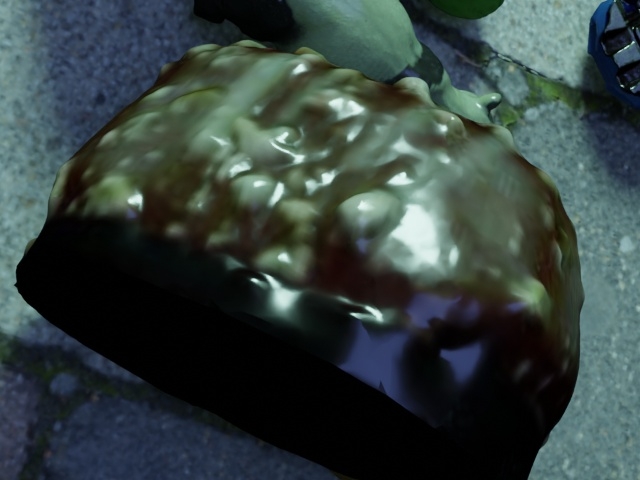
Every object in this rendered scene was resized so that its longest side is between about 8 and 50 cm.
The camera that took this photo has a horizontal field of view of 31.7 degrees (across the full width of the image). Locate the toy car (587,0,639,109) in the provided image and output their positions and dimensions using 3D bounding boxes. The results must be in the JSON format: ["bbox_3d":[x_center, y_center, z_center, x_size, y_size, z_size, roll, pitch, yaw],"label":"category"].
[{"bbox_3d":[0.303,-0.180,0.917,0.216,0.063,0.103,-29,95,-27],"label":"toy car"}]

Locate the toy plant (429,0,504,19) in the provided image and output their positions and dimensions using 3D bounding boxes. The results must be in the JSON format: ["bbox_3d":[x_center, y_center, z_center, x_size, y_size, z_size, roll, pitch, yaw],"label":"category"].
[{"bbox_3d":[0.017,-0.339,0.754,0.356,0.211,0.317,6,80,-33],"label":"toy plant"}]

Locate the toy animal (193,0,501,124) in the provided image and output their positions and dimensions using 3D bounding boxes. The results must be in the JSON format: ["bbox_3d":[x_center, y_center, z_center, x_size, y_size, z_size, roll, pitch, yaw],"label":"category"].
[{"bbox_3d":[0.028,-0.126,0.769,0.225,0.121,0.094,44,73,-20],"label":"toy animal"}]

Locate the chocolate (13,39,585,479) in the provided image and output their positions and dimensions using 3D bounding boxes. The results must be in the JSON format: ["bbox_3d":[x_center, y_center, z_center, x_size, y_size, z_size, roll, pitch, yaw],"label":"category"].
[{"bbox_3d":[0.000,0.000,0.674,0.340,0.225,0.210,19,64,23],"label":"chocolate"}]

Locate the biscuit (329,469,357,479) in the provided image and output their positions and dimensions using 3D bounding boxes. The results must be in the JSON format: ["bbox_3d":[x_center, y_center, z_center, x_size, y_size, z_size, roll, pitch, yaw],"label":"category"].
[{"bbox_3d":[0.083,0.076,0.818,0.212,0.041,0.238,41,72,-6],"label":"biscuit"}]
